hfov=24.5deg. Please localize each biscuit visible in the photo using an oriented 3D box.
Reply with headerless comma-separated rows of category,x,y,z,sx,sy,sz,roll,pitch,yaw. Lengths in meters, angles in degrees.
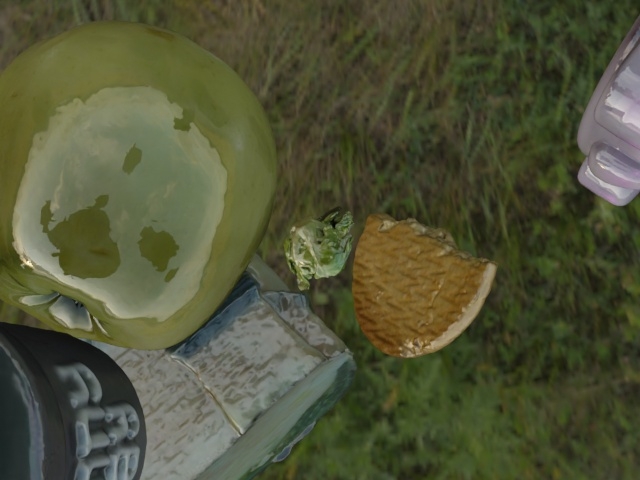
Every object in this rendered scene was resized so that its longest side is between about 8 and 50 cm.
biscuit,0.099,0.053,1.547,0.033,0.224,0.144,20,91,-33

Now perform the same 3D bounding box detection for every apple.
apple,-0.160,-0.044,1.169,0.262,0.262,0.262,-1,122,-1

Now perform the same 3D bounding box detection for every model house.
model house,-0.149,0.150,1.798,0.298,0.243,0.284,-41,77,-8

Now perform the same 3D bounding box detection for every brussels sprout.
brussels sprout,0.000,0.000,1.418,0.085,0.085,0.058,-35,102,18

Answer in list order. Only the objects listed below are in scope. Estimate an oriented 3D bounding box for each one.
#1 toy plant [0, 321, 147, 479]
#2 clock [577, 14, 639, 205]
toy plant,-0.236,0.116,0.820,0.279,0.400,0.185,-41,76,11
clock,0.394,-0.185,1.630,0.113,0.322,0.295,35,75,12
